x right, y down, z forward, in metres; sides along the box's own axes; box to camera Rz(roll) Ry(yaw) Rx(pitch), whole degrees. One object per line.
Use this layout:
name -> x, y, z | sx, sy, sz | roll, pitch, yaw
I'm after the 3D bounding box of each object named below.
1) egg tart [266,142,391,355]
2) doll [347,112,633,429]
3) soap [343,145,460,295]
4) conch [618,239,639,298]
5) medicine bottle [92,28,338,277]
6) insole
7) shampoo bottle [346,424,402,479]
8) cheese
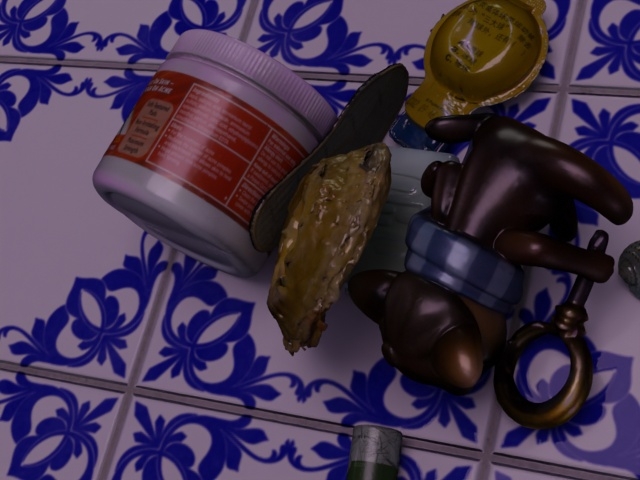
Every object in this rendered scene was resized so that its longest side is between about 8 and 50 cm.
egg tart -> 0.000, 0.000, 1.348 | 0.095, 0.279, 0.279 | 23, 73, -6
doll -> 0.204, 0.025, 1.333 | 0.318, 0.209, 0.340 | 27, 81, 29
soap -> 0.105, -0.018, 1.472 | 0.119, 0.066, 0.198 | 10, 70, 23
conch -> 0.395, 0.032, 1.343 | 0.085, 0.056, 0.076 | -22, 73, 11
medicine bottle -> -0.136, -0.109, 1.499 | 0.252, 0.252, 0.241 | 24, 76, 29
insole -> 0.020, -0.110, 1.483 | 0.009, 0.119, 0.348 | 23, 54, 31
shampoo bottle -> 0.054, 0.323, 1.338 | 0.065, 0.065, 0.205 | 0, 67, 21
cheese -> 0.198, -0.229, 1.532 | 0.177, 0.069, 0.270 | 36, 85, 31
